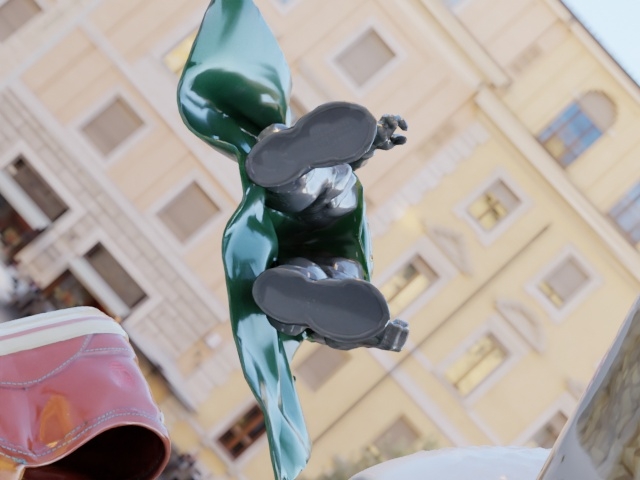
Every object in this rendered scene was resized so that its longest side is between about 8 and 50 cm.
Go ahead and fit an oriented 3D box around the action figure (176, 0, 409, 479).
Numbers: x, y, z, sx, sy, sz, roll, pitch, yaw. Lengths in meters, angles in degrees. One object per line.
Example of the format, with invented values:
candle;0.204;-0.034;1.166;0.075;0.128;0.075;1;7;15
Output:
action figure;0.000;0.000;0.462;0.232;0.063;0.137;24;64;-87

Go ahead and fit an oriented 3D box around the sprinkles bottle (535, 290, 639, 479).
sprinkles bottle;0.119;0.057;0.320;0.121;0.355;0.121;19;24;-9

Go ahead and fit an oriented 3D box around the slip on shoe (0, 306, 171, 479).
slip on shoe;-0.186;0.115;0.612;0.101;0.123;0.331;48;29;15

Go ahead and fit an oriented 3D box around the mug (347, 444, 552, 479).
mug;0.146;0.291;1.032;0.328;0.276;0.374;16;-6;-18
